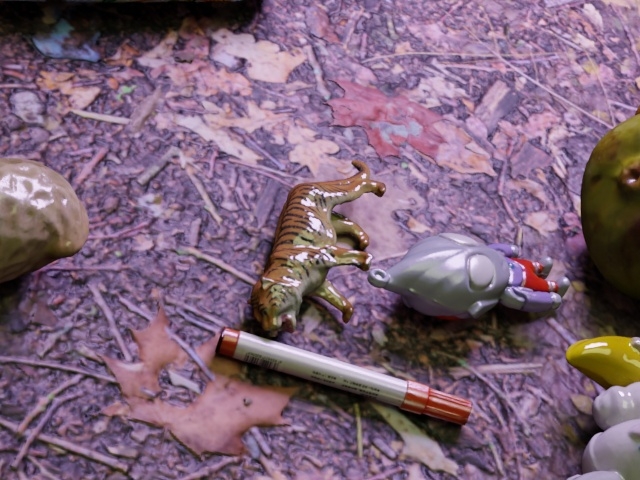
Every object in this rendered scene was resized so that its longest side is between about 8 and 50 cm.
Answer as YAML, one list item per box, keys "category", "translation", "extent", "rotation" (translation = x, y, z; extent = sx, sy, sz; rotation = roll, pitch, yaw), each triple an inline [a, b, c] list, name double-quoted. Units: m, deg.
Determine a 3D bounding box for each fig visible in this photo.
- category: "fig"
  translation: [0.380, -0.024, 1.369]
  extent: [0.225, 0.203, 0.203]
  rotation: [19, 45, -39]

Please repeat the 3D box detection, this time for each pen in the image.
- category: "pen"
  translation: [0.022, 0.122, 1.214]
  extent: [0.239, 0.028, 0.028]
  rotation: [17, 50, -7]

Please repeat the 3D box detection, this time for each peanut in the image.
- category: "peanut"
  translation: [-0.344, -0.029, 1.138]
  extent: [0.298, 0.120, 0.136]
  rotation: [9, 56, -17]

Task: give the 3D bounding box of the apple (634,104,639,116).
- category: "apple"
  translation: [0.427, -0.133, 1.484]
  extent: [0.147, 0.146, 0.163]
  rotation: [32, 34, 1]

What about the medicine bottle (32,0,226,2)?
- category: "medicine bottle"
  translation: [-0.180, -0.326, 1.401]
  extent: [0.318, 0.158, 0.158]
  rotation: [-4, 56, -23]

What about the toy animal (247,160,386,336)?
- category: "toy animal"
  translation: [0.000, 0.000, 1.279]
  extent: [0.099, 0.057, 0.241]
  rotation: [19, 48, -5]

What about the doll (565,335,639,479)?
- category: "doll"
  translation: [0.310, 0.193, 1.212]
  extent: [0.252, 0.111, 0.237]
  rotation: [20, 50, -17]

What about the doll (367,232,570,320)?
- category: "doll"
  translation: [0.140, 0.037, 1.296]
  extent: [0.227, 0.075, 0.102]
  rotation: [3, 35, -32]
